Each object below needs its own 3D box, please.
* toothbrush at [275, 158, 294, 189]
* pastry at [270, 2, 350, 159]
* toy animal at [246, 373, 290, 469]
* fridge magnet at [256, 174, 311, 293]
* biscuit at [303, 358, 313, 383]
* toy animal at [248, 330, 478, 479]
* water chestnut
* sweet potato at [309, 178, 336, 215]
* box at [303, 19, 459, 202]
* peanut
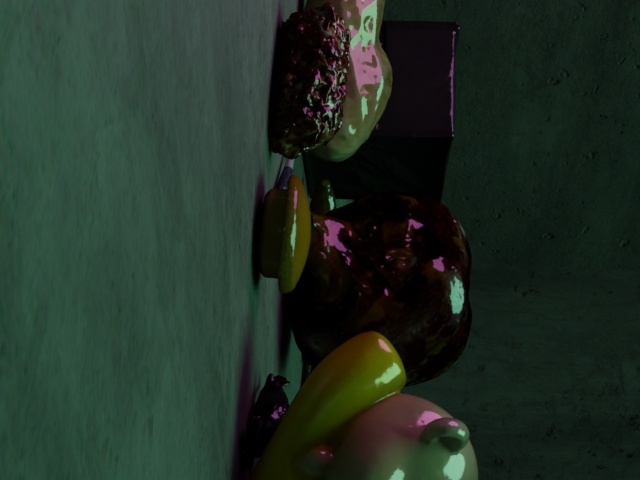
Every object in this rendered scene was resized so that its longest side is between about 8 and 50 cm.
[{"bbox_3d":[-0.048,-0.085,1.702,0.288,0.024,0.026,-82,-172,-65],"label":"toothbrush"},{"bbox_3d":[-0.013,-0.204,1.603,0.115,0.097,0.209,67,26,-58],"label":"pastry"},{"bbox_3d":[-0.064,0.216,1.511,0.202,0.070,0.105,10,73,-80],"label":"toy animal"},{"bbox_3d":[-0.043,-0.008,1.504,0.143,0.063,0.143,5,90,-87],"label":"fridge magnet"},{"bbox_3d":[-0.022,0.236,2.411,0.071,0.018,0.147,91,2,-69],"label":"biscuit"},{"bbox_3d":[0.059,0.305,1.468,0.277,0.246,0.345,-48,159,-31],"label":"toy animal"},{"bbox_3d":[0.078,0.056,1.918,0.347,0.335,0.335,52,30,-36],"label":"water chestnut"},{"bbox_3d":[0.000,0.000,2.199,0.077,0.077,0.244,-82,165,-57],"label":"sweet potato"},{"bbox_3d":[0.103,-0.215,2.166,0.345,0.251,0.205,81,13,-72],"label":"box"},{"bbox_3d":[0.035,-0.278,1.920,0.152,0.152,0.313,-6,97,-86],"label":"peanut"}]
